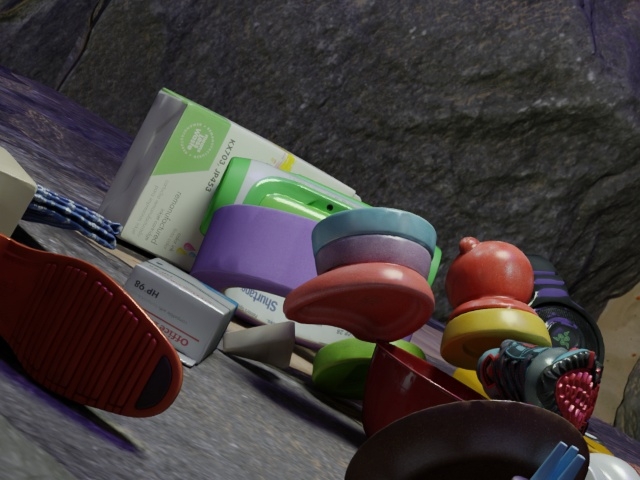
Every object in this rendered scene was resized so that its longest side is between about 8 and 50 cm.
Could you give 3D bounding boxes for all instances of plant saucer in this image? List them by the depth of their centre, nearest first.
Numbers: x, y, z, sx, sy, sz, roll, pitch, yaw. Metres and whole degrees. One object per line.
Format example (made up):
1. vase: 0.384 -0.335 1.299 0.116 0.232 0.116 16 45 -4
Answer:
1. plant saucer: 0.118 0.199 1.513 0.198 0.198 0.036 27 39 -31

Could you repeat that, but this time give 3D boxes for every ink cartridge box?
1. ink cartridge box: -0.148 0.071 1.928 0.104 0.060 0.180 30 4 2
2. ink cartridge box: -0.099 -0.034 2.582 0.353 0.207 0.119 27 1 -28

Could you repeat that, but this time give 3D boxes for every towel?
1. towel: -0.396 -0.073 1.983 0.336 0.040 0.243 28 -9 -38

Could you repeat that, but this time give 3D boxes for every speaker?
1. speaker: 0.000 0.000 2.451 0.296 0.131 0.131 24 4 -6

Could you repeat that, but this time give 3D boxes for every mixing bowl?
1. mixing bowl: 0.110 0.189 1.972 0.181 0.098 0.181 31 3 -2

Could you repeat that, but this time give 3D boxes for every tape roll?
1. tape roll: -0.015 0.055 2.269 0.274 0.090 0.275 19 -15 5

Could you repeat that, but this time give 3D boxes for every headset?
1. headset: 0.304 0.192 2.464 0.185 0.243 0.394 2 43 -16

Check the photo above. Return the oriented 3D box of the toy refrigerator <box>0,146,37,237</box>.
1. toy refrigerator: -0.408 -0.077 1.763 0.269 0.094 0.102 24 10 -37

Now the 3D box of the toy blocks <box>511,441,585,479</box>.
1. toy blocks: 0.177 0.231 1.475 0.123 0.148 0.054 26 12 -39

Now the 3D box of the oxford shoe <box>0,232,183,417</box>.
1. oxford shoe: -0.200 0.058 1.473 0.271 0.097 0.098 31 -2 28

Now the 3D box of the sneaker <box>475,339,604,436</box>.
1. sneaker: 0.216 0.155 1.957 0.125 0.104 0.262 13 -5 13

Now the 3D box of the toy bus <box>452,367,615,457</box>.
1. toy bus: 0.224 0.233 2.195 0.130 0.108 0.332 26 5 -20

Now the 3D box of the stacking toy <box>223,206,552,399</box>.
1. stacking toy: 0.067 0.059 2.071 0.279 0.130 0.309 -22 -33 39

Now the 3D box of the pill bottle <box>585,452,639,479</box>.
1. pill bottle: 0.299 0.284 1.935 0.216 0.121 0.121 26 5 -46
